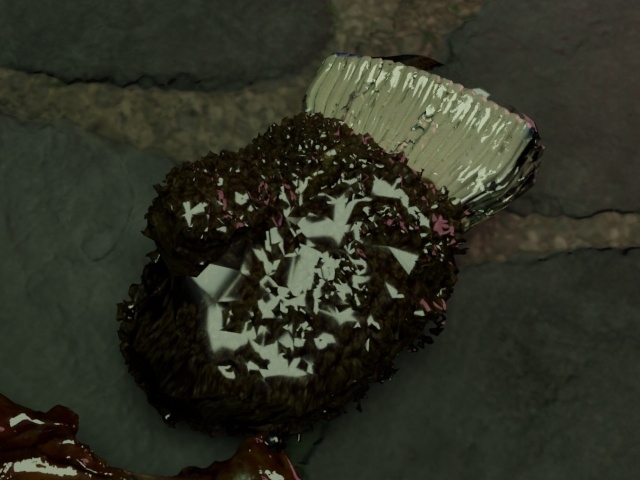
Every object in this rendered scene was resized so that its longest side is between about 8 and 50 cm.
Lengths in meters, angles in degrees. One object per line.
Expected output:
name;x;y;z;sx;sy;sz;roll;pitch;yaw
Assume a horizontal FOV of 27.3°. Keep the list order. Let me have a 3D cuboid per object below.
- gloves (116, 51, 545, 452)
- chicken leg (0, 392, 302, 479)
gloves;-0.004;0.000;0.887;0.210;0.135;0.312;35;71;-2
chicken leg;-0.153;0.156;0.825;0.304;0.093;0.113;9;79;1
